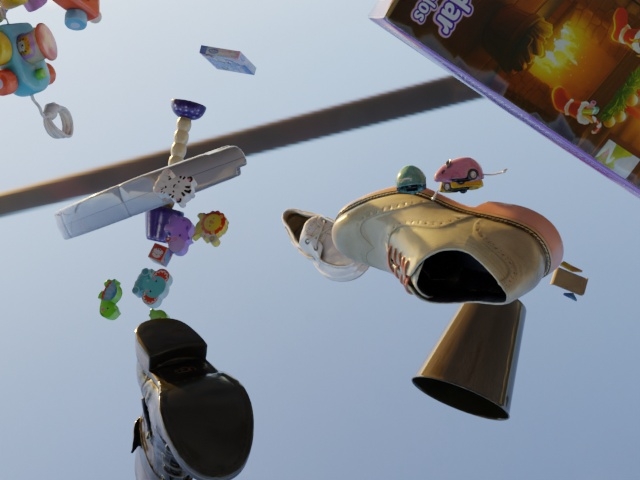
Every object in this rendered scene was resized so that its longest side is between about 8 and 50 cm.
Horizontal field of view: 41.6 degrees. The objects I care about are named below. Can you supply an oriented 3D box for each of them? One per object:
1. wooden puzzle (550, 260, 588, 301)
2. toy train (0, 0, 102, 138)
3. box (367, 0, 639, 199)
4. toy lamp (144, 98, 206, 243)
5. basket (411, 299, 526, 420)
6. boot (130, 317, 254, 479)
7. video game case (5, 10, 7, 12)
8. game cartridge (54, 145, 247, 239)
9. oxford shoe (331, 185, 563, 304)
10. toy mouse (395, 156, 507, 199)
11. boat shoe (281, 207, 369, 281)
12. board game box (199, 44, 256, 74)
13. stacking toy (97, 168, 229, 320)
[{"bbox_3d":[0.530,0.088,1.792,0.078,0.014,0.116,24,-142,20],"label":"wooden puzzle"},{"bbox_3d":[-0.206,-0.170,0.659,0.046,0.125,0.166,-14,-117,24],"label":"toy train"},{"bbox_3d":[0.185,-0.174,0.386,0.200,0.293,0.057,30,-169,-12],"label":"box"},{"bbox_3d":[-0.284,-0.131,1.622,0.080,0.275,0.080,11,175,1],"label":"toy lamp"},{"bbox_3d":[0.318,0.218,1.699,0.204,0.154,0.227,17,-114,20],"label":"basket"},{"bbox_3d":[-0.147,0.233,0.902,0.091,0.229,0.263,-3,-152,-24],"label":"boot"},{"bbox_3d":[-0.340,-0.326,0.823,0.061,0.269,0.244,23,-151,-54],"label":"video game case"},{"bbox_3d":[-0.270,-0.067,1.266,0.294,0.060,0.196,-14,-167,45],"label":"game cartridge"},{"bbox_3d":[0.146,0.011,1.242,0.396,0.141,0.146,4,-146,45],"label":"oxford shoe"},{"bbox_3d":[0.144,-0.081,1.036,0.143,0.031,0.161,2,172,-38],"label":"toy mouse"},{"bbox_3d":[0.000,0.000,1.625,0.098,0.096,0.277,-49,-148,-11],"label":"boat shoe"},{"bbox_3d":[-0.188,-0.366,1.711,0.090,0.020,0.090,12,174,19],"label":"board game box"},{"bbox_3d":[-0.205,0.030,1.129,0.052,0.167,0.221,20,-105,17],"label":"stacking toy"}]
